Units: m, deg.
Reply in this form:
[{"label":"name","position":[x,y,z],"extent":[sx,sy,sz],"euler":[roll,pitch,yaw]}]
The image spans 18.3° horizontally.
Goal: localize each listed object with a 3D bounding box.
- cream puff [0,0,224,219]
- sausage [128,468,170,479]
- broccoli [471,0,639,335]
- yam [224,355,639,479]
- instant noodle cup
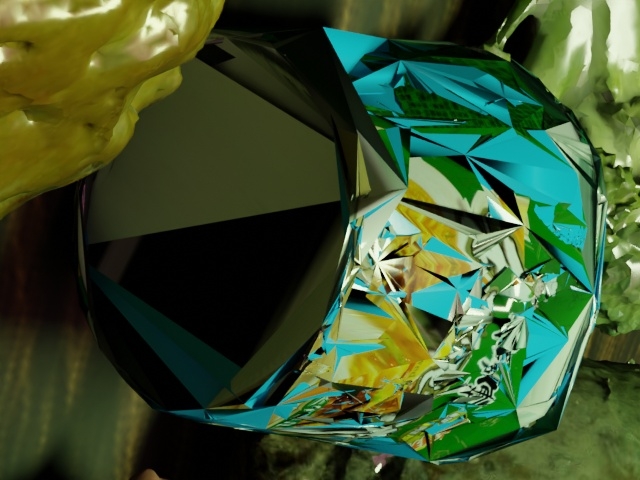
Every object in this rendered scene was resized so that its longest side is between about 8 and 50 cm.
[{"label":"cream puff","position":[-0.149,-0.092,0.673],"extent":[0.244,0.196,0.244],"euler":[-28,-172,4]},{"label":"sausage","position":[-0.143,0.240,1.075],"extent":[0.254,0.148,0.148],"euler":[-57,151,1]},{"label":"broccoli","position":[0.137,-0.086,1.197],"extent":[0.254,0.186,0.302],"euler":[-42,105,-19]},{"label":"yam","position":[0.086,0.152,1.205],"extent":[0.300,0.195,0.195],"euler":[7,120,-16]},{"label":"instant noodle cup","position":[0.000,0.000,0.987],"extent":[0.178,0.240,0.240],"euler":[6,114,-50]}]
